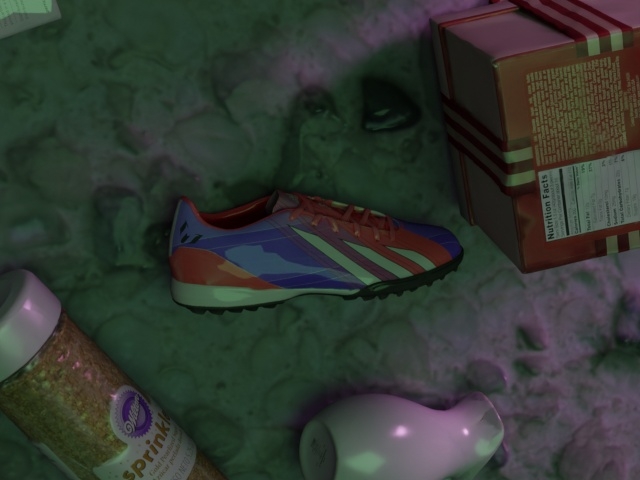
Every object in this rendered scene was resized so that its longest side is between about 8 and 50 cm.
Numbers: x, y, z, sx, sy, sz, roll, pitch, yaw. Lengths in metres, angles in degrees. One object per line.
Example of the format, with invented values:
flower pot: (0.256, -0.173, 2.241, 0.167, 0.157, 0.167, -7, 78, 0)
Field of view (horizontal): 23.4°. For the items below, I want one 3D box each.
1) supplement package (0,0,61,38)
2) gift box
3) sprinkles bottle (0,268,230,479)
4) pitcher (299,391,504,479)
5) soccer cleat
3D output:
supplement package: (-0.401, -0.237, 1.330, 0.293, 0.177, 0.175, -21, 113, -12)
gift box: (0.274, -0.122, 1.566, 0.276, 0.258, 0.255, -9, 109, -9)
sprinkles bottle: (-0.224, 0.188, 1.562, 0.121, 0.121, 0.355, -42, 116, -3)
pitcher: (0.078, 0.250, 1.701, 0.207, 0.125, 0.178, 0, 122, -31)
soccer cleat: (0.000, 0.000, 1.595, 0.318, 0.108, 0.116, -6, 104, -16)
